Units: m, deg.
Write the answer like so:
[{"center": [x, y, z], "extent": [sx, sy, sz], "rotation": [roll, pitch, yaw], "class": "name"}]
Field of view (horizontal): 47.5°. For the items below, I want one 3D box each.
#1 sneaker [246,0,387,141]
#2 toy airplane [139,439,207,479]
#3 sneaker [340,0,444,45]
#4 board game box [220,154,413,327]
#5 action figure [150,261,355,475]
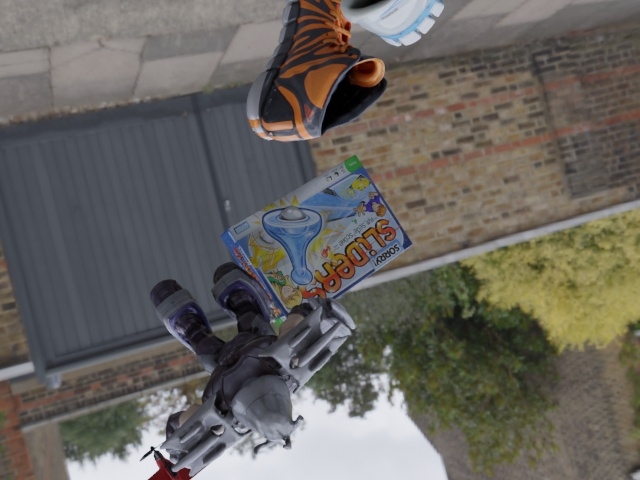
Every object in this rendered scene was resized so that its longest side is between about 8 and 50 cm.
[{"center": [0.029, -0.282, 1.055], "extent": [0.180, 0.321, 0.125], "rotation": [10, 166, 39], "class": "sneaker"}, {"center": [-0.173, 0.311, 0.906], "extent": [0.151, 0.151, 0.028], "rotation": [-13, 139, -17], "class": "toy airplane"}, {"center": [0.080, -0.227, 0.522], "extent": [0.083, 0.071, 0.190], "rotation": [-6, 137, -48], "class": "sneaker"}, {"center": [0.000, 0.000, 0.870], "extent": [0.201, 0.136, 0.035], "rotation": [-34, -179, -30], "class": "board game box"}, {"center": [-0.065, 0.099, 0.629], "extent": [0.185, 0.099, 0.285], "rotation": [-31, -156, -7], "class": "action figure"}]
